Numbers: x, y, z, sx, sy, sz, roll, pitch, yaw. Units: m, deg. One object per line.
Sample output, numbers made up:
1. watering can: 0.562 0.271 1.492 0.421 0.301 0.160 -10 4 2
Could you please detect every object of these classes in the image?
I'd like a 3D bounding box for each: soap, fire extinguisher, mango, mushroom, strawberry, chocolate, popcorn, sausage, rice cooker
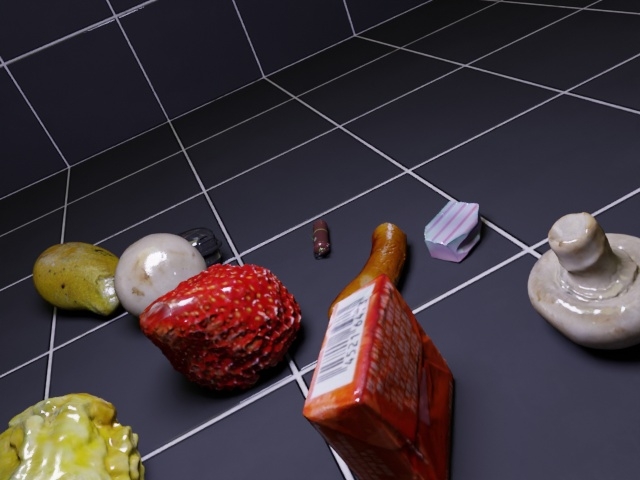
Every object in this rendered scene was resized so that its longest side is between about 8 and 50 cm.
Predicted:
1. soap: 0.275 -0.018 1.204 0.100 0.056 0.149 9 42 44
2. fire extinguisher: 0.000 0.000 1.373 0.056 0.039 0.132 -48 23 24
3. mango: -0.609 0.094 1.508 0.329 0.175 0.176 2 83 36
4. mushroom: 0.415 0.050 0.883 0.206 0.209 0.206 -19 4 1
5. strawberry: -0.185 0.139 1.081 0.261 0.257 0.261 -24 30 15
6. chocolate: 0.091 0.211 0.807 0.108 0.235 0.237 -22 29 27
7. popcorn: -0.399 0.375 0.879 0.252 0.215 0.286 -16 34 -1
8. mushroom: -0.361 0.089 1.346 0.207 0.207 0.215 -29 1 -11
9. sausage: 0.109 0.068 1.160 0.103 0.076 0.302 -11 30 34
10. rice cooker: -0.318 0.026 1.468 0.165 0.106 0.112 15 35 41
